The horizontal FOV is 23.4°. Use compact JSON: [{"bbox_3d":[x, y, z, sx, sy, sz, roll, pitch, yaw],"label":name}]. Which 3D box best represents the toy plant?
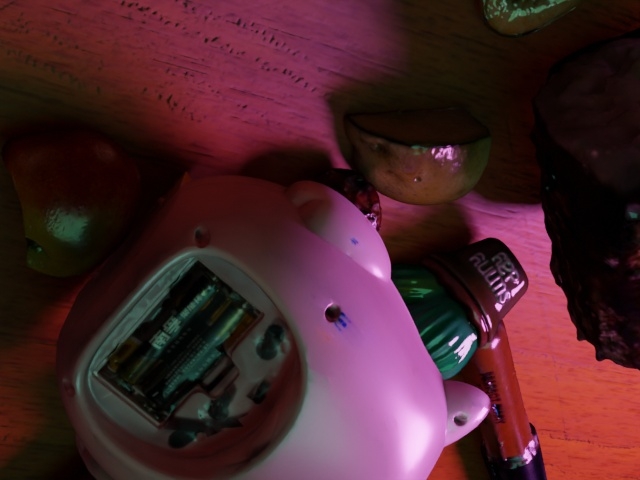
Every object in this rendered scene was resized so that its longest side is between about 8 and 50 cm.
[{"bbox_3d":[0.135,0.076,1.743,0.200,0.105,0.143,-35,92,-10],"label":"toy plant"}]

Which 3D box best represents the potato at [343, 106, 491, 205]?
[{"bbox_3d":[0.096,-0.070,1.628,0.149,0.081,0.120,-5,126,-25],"label":"potato"}]

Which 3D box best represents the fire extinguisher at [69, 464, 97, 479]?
[{"bbox_3d":[-0.300,0.361,1.745,0.341,0.105,0.141,-44,132,6],"label":"fire extinguisher"}]

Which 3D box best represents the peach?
[{"bbox_3d":[-0.228,-0.038,1.448,0.118,0.151,0.151,-20,134,5],"label":"peach"}]

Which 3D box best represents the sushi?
[{"bbox_3d":[0.372,-0.059,1.648,0.281,0.299,0.294,-6,132,12],"label":"sushi"}]

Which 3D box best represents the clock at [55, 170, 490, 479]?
[{"bbox_3d":[-0.055,0.136,1.484,0.377,0.250,0.368,41,103,-8],"label":"clock"}]

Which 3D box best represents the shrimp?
[{"bbox_3d":[0.236,-0.280,1.569,0.178,0.034,0.124,-26,128,-1],"label":"shrimp"}]

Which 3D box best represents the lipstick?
[{"bbox_3d":[0.229,0.225,1.947,0.077,0.077,0.418,-27,133,-7],"label":"lipstick"}]

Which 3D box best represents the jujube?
[{"bbox_3d":[0.003,0.003,1.627,0.104,0.104,0.166,9,125,-34],"label":"jujube"}]
